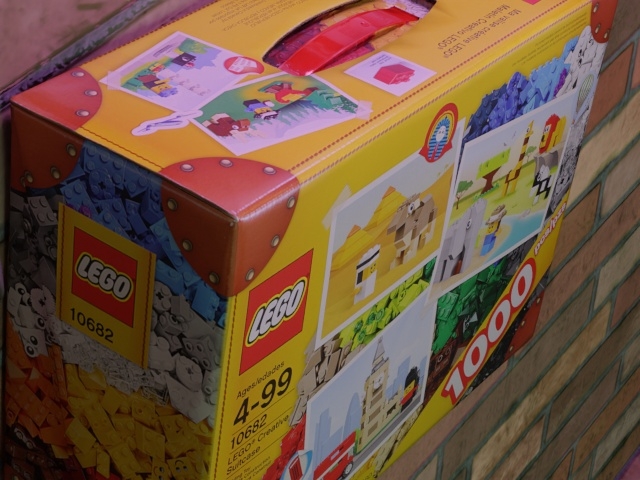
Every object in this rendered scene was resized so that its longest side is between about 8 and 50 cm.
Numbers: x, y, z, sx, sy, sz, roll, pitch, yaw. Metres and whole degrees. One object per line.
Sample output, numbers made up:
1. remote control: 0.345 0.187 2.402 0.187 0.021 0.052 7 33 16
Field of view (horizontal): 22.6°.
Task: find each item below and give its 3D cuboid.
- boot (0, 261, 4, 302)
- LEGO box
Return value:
1. boot: -0.280 -0.068 0.618 0.138 0.377 0.284 10 68 -51
2. LEGO box: 0.000 0.000 1.219 0.500 0.193 0.372 -35 143 -45
